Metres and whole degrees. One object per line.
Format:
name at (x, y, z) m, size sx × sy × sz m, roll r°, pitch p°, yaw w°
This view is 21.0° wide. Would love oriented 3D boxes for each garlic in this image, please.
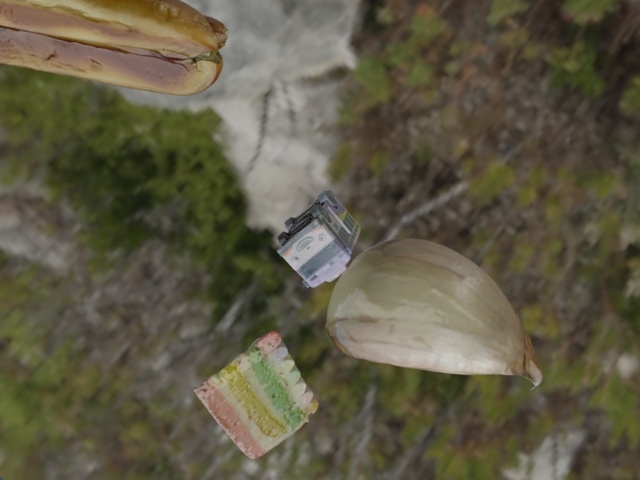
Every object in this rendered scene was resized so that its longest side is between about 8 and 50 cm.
garlic at (0.092, 0.071, 1.546) m, size 0.206 × 0.115 × 0.128 m, roll 18°, pitch 115°, yaw 24°

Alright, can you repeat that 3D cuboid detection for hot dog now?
hot dog at (-0.190, -0.173, 1.353) m, size 0.249 × 0.068 × 0.100 m, roll 12°, pitch 153°, yaw 16°

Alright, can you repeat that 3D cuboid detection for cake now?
cake at (-0.068, 0.173, 1.916) m, size 0.090 × 0.109 × 0.225 m, roll 52°, pitch 174°, yaw 12°

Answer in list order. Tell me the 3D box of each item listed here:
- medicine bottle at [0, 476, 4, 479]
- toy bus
medicine bottle at (-0.334, 0.231, 1.645) m, size 0.191 × 0.051 × 0.051 m, roll 35°, pitch 146°, yaw 31°
toy bus at (0.000, 0.000, 1.479) m, size 0.052 × 0.102 × 0.058 m, roll -39°, pitch 98°, yaw 15°
